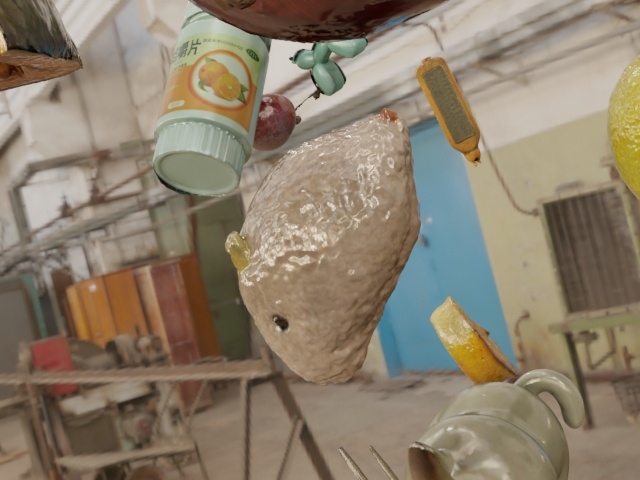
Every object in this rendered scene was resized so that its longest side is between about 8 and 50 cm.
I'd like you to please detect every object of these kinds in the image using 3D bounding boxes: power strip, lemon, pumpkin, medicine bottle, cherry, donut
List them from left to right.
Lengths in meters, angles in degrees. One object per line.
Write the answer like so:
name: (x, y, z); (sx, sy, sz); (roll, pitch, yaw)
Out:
pumpkin: (-0.321, -0.215, 0.830); (0.312, 0.148, 0.169); (-2, 15, 43)
medicine bottle: (-0.173, -0.239, 1.411); (0.158, 0.318, 0.158); (6, -26, 3)
cherry: (-0.067, -0.226, 1.594); (0.090, 0.107, 0.226); (31, 37, 29)
power strip: (0.195, -0.190, 1.293); (0.049, 0.178, 0.028); (-27, 4, 8)
donut: (0.270, 0.191, 1.574); (0.075, 0.190, 0.174); (-40, 31, 9)
lemon: (0.579, -0.163, 1.344); (0.268, 0.321, 0.268); (-16, 11, 3)

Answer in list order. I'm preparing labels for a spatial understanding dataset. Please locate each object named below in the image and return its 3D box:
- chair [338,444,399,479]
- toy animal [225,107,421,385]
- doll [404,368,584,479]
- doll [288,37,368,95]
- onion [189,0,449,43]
chair: (0.104, 0.550, 1.669); (0.166, 0.272, 0.188); (-50, -27, 8)
toy animal: (0.002, -0.007, 1.111); (0.227, 0.358, 0.188); (29, 9, 29)
doll: (0.235, 0.318, 1.214); (0.215, 0.226, 0.370); (31, 21, 17)
doll: (-0.003, -0.338, 1.442); (0.059, 0.159, 0.159); (-45, -14, -42)
onion: (-0.011, -0.240, 0.489); (0.276, 0.276, 0.276); (-15, 0, 0)
